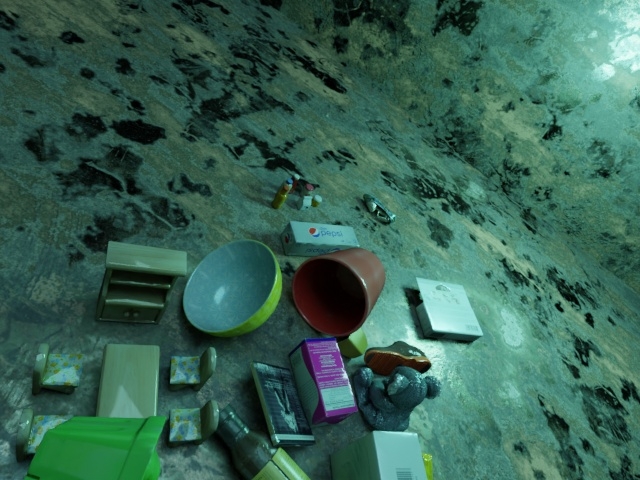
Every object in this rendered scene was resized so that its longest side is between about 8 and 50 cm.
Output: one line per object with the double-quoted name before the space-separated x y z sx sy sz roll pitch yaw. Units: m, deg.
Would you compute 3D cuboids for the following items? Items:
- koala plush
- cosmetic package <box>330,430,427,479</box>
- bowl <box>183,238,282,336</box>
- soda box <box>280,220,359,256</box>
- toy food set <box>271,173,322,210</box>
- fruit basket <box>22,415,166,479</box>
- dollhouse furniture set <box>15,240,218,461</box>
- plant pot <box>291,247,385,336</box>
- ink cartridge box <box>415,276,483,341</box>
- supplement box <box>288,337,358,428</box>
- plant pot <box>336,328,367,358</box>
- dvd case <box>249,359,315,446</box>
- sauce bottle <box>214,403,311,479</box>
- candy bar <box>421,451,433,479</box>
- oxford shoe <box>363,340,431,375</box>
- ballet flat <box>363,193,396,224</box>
"koala plush" 0.235 0.451 1.234 0.196 0.221 0.203 17 46 -24
"cosmetic package" 0.140 0.612 1.017 0.138 0.224 0.224 14 46 -23
"bowl" -0.223 0.157 1.196 0.156 0.290 0.289 59 18 -49
"soda box" 0.000 0.000 1.573 0.286 0.091 0.098 3 53 -33
"toy food set" -0.086 -0.195 1.678 0.232 0.104 0.111 -2 55 -37
"fruit basket" -0.308 0.492 0.673 0.392 0.283 0.391 5 74 -16
"dollhouse furniture set" -0.414 0.240 0.931 0.362 0.256 0.394 10 48 -29
"plant pot" 0.082 0.145 1.392 0.275 0.275 0.243 48 33 10
"ink cartridge box" 0.507 0.282 1.709 0.275 0.060 0.238 12 47 -27
"supplement box" 0.003 0.402 1.195 0.114 0.111 0.220 7 51 -32
"plant pot" 0.105 0.333 1.360 0.083 0.081 0.081 49 40 -7
"dvd case" -0.100 0.426 1.096 0.164 0.018 0.221 35 22 -49
"sauce bottle" -0.125 0.534 0.985 0.344 0.111 0.111 46 41 8
"candy bar" 0.310 0.700 1.217 0.040 0.018 0.161 24 43 -11
"oxford shoe" 0.247 0.390 1.415 0.271 0.096 0.098 19 27 -30
"ballet flat" 0.263 -0.141 1.917 0.188 0.070 0.070 37 41 3
